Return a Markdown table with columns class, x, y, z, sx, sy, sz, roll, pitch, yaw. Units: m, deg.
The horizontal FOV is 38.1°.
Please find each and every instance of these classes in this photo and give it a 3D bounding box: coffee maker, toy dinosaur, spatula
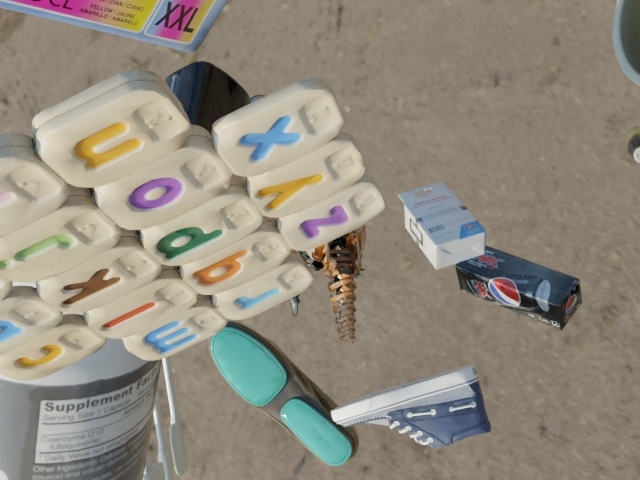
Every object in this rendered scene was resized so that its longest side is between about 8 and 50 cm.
| class | x | y | z | sx | sy | sz | roll | pitch | yaw |
| --- | --- | --- | --- | --- | --- | --- | --- | --- | --- |
| coffee maker | -0.141 | -0.123 | 1.153 | 0.171 | 0.120 | 0.178 | -5 | 56 | 15 |
| toy dinosaur | 0.000 | 0.000 | 1.375 | 0.218 | 0.164 | 0.322 | 113 | 172 | -51 |
| spatula | -0.202 | 0.224 | 1.163 | 0.019 | 0.168 | 0.242 | -1 | 108 | 11 |

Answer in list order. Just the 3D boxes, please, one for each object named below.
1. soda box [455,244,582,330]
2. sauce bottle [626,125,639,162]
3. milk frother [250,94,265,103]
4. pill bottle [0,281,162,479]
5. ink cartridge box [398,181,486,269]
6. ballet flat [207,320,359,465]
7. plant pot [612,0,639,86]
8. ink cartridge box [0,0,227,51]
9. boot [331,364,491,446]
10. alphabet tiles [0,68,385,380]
| class | x | y | z | sx | sy | sz | roll | pitch | yaw |
| --- | --- | --- | --- | --- | --- | --- | --- | --- | --- |
| soda box | 0.274 | 0.062 | 1.292 | 0.169 | 0.053 | 0.060 | 21 | 55 | 37 |
| sauce bottle | 0.487 | -0.144 | 1.411 | 0.042 | 0.042 | 0.128 | -40 | 2 | 25 |
| milk frother | -0.048 | -0.161 | 1.547 | 0.135 | 0.129 | 0.143 | 15 | 96 | 37 |
| pill bottle | -0.249 | 0.124 | 0.835 | 0.204 | 0.204 | 0.361 | 44 | 129 | 50 |
| ink cartridge box | 0.106 | -0.015 | 0.820 | 0.048 | 0.028 | 0.083 | -16 | 40 | -12 |
| ballet flat | -0.060 | 0.263 | 1.675 | 0.116 | 0.342 | 0.124 | -48 | 3 | 17 |
| plant pot | 0.601 | -0.269 | 1.166 | 0.334 | 0.305 | 0.334 | -40 | 38 | 40 |
| ink cartridge box | -0.136 | -0.362 | 0.724 | 0.395 | 0.270 | 0.151 | -52 | 51 | 34 |
| boot | 0.112 | 0.221 | 1.146 | 0.190 | 0.069 | 0.086 | -18 | 86 | 11 |
| alphabet tiles | -0.103 | 0.002 | 0.557 | 0.278 | 0.284 | 0.021 | -26 | 64 | 5 |
